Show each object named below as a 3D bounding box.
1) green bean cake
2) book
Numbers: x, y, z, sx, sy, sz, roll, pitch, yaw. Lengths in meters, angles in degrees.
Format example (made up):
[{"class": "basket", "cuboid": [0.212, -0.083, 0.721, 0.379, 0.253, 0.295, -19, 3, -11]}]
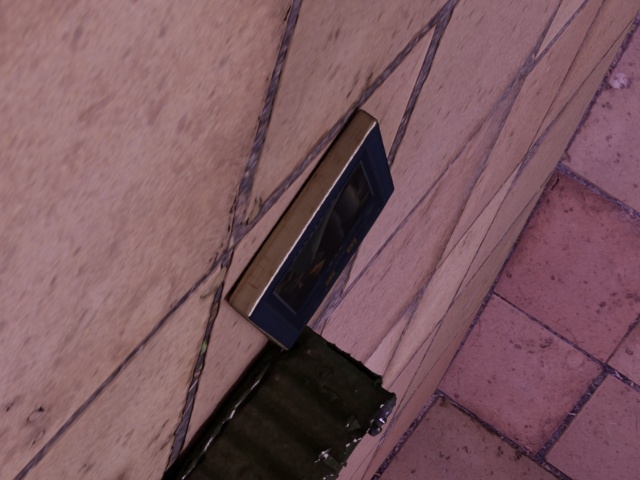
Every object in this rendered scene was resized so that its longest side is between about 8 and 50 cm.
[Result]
[{"class": "green bean cake", "cuboid": [-0.045, 0.227, 1.509, 0.241, 0.132, 0.255, -53, 171, -17]}, {"class": "book", "cuboid": [0.000, 0.000, 1.308, 0.191, 0.025, 0.269, -56, 169, -5]}]
